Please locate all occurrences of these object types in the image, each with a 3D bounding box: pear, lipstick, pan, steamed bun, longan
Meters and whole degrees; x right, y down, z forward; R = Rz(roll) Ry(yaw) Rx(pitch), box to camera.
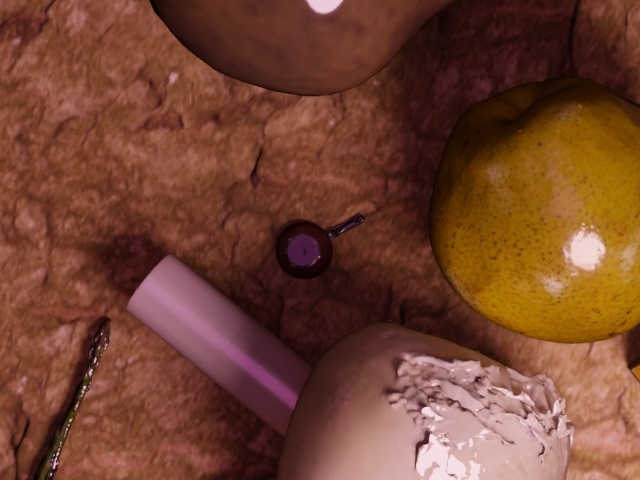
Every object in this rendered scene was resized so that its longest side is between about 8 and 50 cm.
[{"bbox_3d":[0.262,-0.029,1.713,0.294,0.294,0.294,0,90,6],"label":"pear"},{"bbox_3d":[-0.073,0.148,1.833,0.327,0.087,0.087,39,94,4],"label":"lipstick"},{"bbox_3d":[0.000,0.000,1.857,0.115,0.023,0.068,-30,86,5],"label":"pan"},{"bbox_3d":[0.127,0.261,1.688,0.334,0.233,0.312,17,88,-29],"label":"steamed bun"},{"bbox_3d":[-0.009,-0.351,1.701,0.405,0.336,0.404,-4,101,-20],"label":"longan"}]

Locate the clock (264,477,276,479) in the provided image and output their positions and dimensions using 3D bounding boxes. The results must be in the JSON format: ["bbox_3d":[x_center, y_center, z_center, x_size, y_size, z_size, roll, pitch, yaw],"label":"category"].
[{"bbox_3d":[-0.025,0.385,1.846,0.237,0.057,0.237,0,92,5],"label":"clock"}]

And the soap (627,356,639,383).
[{"bbox_3d":[0.456,0.103,1.755,0.232,0.140,0.073,-36,84,5],"label":"soap"}]

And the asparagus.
[{"bbox_3d":[-0.295,0.201,1.890,0.022,0.023,0.233,21,94,-39],"label":"asparagus"}]
